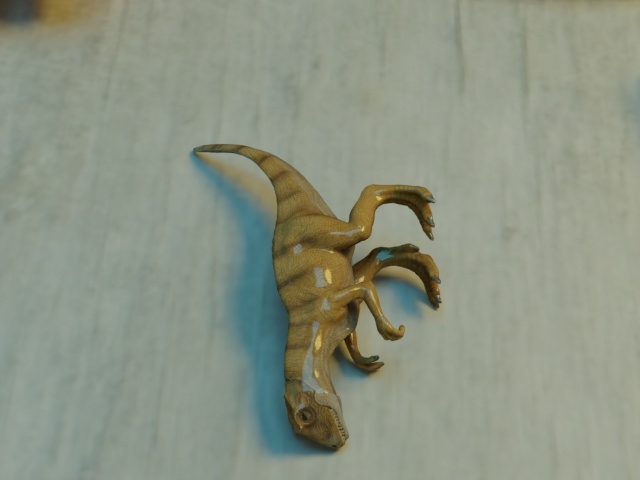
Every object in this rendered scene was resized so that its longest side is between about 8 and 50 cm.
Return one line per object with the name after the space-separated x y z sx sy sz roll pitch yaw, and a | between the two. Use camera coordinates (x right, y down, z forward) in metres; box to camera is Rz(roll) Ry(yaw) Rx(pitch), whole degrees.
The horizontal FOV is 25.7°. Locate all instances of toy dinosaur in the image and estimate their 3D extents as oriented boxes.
0.000 0.000 0.711 0.112 0.064 0.211 -9 50 -5 | toy dinosaur
